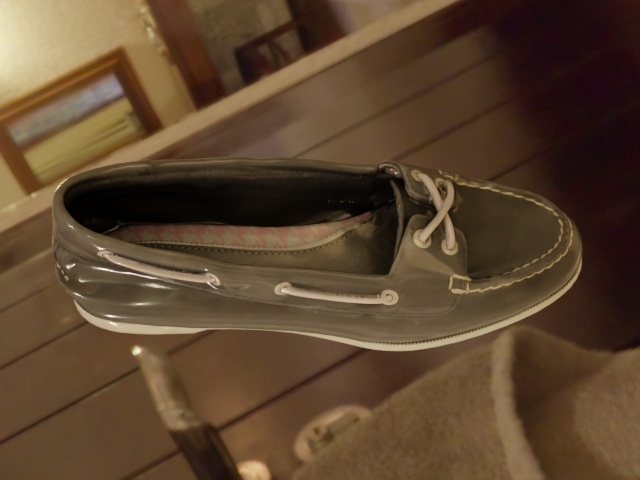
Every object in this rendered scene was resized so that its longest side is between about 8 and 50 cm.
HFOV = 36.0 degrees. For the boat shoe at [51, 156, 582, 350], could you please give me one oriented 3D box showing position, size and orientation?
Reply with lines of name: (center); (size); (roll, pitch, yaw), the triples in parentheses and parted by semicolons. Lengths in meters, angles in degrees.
boat shoe: (0.000, 0.000, 0.607); (0.095, 0.336, 0.112); (87, -179, -53)
